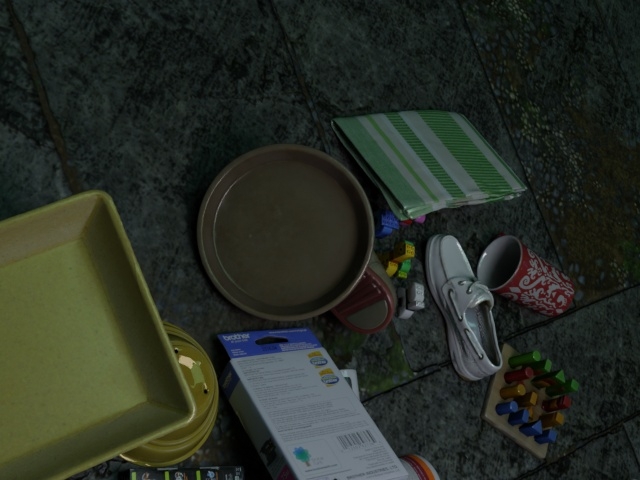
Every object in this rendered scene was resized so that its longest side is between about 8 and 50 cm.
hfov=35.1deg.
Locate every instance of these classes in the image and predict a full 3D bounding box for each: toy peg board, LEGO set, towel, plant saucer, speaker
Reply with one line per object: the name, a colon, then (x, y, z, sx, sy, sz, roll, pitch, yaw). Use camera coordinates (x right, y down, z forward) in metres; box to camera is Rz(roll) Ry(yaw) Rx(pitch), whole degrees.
toy peg board: (0.395, 0.290, 1.870, 0.161, 0.079, 0.160, 37, 54, -20)
LEGO set: (0.147, 0.013, 1.780, 0.087, 0.093, 0.227, 15, 64, -32)
towel: (0.204, -0.149, 1.874, 0.325, 0.038, 0.248, -11, 55, -38)
plant saucer: (-0.054, -0.013, 1.587, 0.278, 0.041, 0.277, 0, 88, -3)
plant saucer: (-0.372, 0.142, 1.296, 0.333, 0.081, 0.332, -22, 86, -19)
speaker: (0.039, 0.277, 1.621, 0.055, 0.055, 0.136, 6, 70, -36)

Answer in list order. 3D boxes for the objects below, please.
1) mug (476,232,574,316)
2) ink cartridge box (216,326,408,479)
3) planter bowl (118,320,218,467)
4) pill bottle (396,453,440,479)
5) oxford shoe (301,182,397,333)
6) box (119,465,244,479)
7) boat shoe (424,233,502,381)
mug: (0.401, 0.059, 1.947, 0.169, 0.113, 0.150, 28, 59, -30)
ink cartridge box: (-0.025, 0.262, 1.514, 0.186, 0.065, 0.311, -3, 45, -38)
planter bowl: (-0.217, 0.205, 1.432, 0.217, 0.090, 0.217, 15, 63, -33)
pill bottle: (0.072, 0.404, 1.553, 0.221, 0.121, 0.121, -4, 75, -38)
oxford shoe: (0.000, 0.000, 1.687, 0.348, 0.123, 0.130, 54, 18, -1)
box: (-0.187, 0.411, 1.405, 0.184, 0.045, 0.190, 6, 70, -33)
boat shoe: (0.271, 0.111, 1.834, 0.098, 0.096, 0.277, -9, 78, -38)
